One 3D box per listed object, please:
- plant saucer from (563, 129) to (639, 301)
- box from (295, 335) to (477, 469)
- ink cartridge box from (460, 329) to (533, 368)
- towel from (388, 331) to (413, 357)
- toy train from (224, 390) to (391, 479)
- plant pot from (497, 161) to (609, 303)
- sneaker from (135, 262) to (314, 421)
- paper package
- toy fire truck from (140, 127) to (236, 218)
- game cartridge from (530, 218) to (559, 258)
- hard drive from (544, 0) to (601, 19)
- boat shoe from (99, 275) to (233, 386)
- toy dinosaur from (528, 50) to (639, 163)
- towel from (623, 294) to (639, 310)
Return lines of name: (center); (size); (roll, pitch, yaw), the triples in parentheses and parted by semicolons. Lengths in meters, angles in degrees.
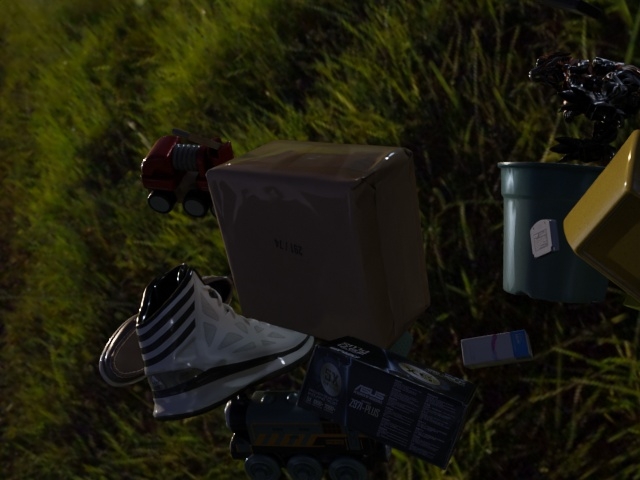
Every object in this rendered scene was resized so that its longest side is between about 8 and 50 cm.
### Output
plant saucer: (0.600, 0.015, 1.300); (0.333, 0.332, 0.081); (40, 66, 14)
box: (0.083, 0.182, 0.877); (0.180, 0.147, 0.077); (20, 93, 17)
ink cartridge box: (0.334, 0.208, 1.413); (0.122, 0.088, 0.052); (-13, 71, 16)
towel: (0.142, 0.348, 2.207); (0.040, 0.271, 0.370); (-12, 35, 41)
toy train: (-0.029, 0.377, 1.475); (0.334, 0.190, 0.142); (-2, 27, 15)
plant pot: (0.608, -0.022, 1.901); (0.341, 0.341, 0.334); (11, 97, 50)
sneaker: (-0.173, 0.151, 1.434); (0.169, 0.257, 0.447); (-16, 1, 31)
paper package: (0.000, 0.000, 1.247); (0.325, 0.309, 0.168); (10, 31, 39)
toy fire truck: (-0.270, -0.163, 1.525); (0.217, 0.246, 0.158); (7, 44, 12)
game cartridge: (0.352, -0.004, 1.169); (0.017, 0.056, 0.083); (-7, -9, -6)
hard drive: (0.499, -0.492, 1.541); (0.135, 0.094, 0.022); (35, 113, 42)
boat shoe: (-0.304, 0.173, 1.507); (0.324, 0.116, 0.097); (-38, 6, -41)
toy dinosaur: (0.525, -0.263, 1.350); (0.322, 0.164, 0.218); (12, 47, 47)
towel: (0.830, 0.066, 1.812); (0.102, 0.021, 0.237); (22, 84, 60)
